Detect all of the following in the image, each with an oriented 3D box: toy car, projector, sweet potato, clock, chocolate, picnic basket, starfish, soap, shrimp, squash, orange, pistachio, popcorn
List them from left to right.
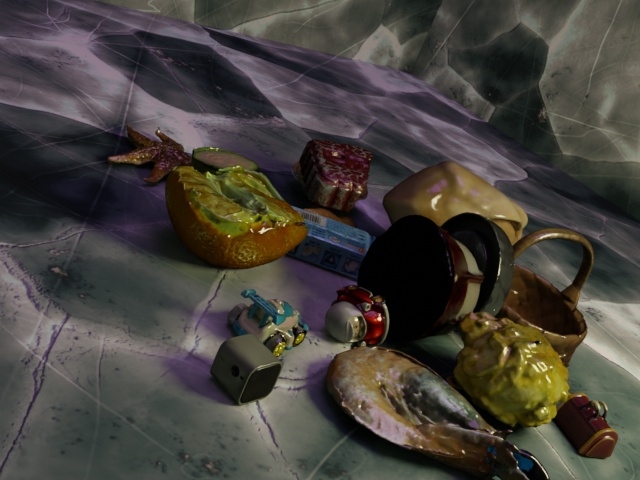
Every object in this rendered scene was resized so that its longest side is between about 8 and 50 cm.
[{"bbox_3d":[-0.419,-0.223,2.044,0.299,0.060,0.302,29,25,7],"label":"starfish"},{"bbox_3d":[-0.249,-0.159,1.982,0.170,0.122,0.170,19,24,-9],"label":"squash"},{"bbox_3d":[-0.190,-0.055,1.732,0.335,0.196,0.262,-11,55,-46],"label":"orange"},{"bbox_3d":[-0.125,0.217,1.348,0.082,0.083,0.083,39,28,32],"label":"projector"},{"bbox_3d":[-0.083,0.145,1.522,0.126,0.098,0.161,39,30,28],"label":"toy car"},{"bbox_3d":[0.000,0.000,1.932,0.293,0.077,0.156,20,25,-5],"label":"soap"},{"bbox_3d":[0.029,-0.046,2.062,0.218,0.051,0.065,16,41,-50],"label":"sweet potato"},{"bbox_3d":[0.061,0.159,1.638,0.112,0.112,0.139,-18,35,-35],"label":"toy car"},{"bbox_3d":[0.234,0.095,1.734,0.186,0.283,0.283,17,23,-36],"label":"chocolate"},{"bbox_3d":[0.199,0.324,1.410,0.446,0.110,0.221,31,30,24],"label":"shrimp"},{"bbox_3d":[0.364,-0.060,2.122,0.445,0.281,0.365,9,7,-44],"label":"pistachio"},{"bbox_3d":[0.330,0.076,1.834,0.055,0.280,0.280,17,23,-30],"label":"clock"},{"bbox_3d":[0.383,0.246,1.601,0.266,0.192,0.233,50,35,16],"label":"popcorn"},{"bbox_3d":[0.502,0.105,1.876,0.293,0.337,0.337,10,27,-29],"label":"picnic basket"}]

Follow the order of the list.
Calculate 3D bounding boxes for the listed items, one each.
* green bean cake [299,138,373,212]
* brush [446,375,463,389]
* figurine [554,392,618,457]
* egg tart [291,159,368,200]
[{"bbox_3d":[0.052,-0.174,2.112,0.199,0.097,0.232,14,36,-17],"label":"green bean cake"},{"bbox_3d":[0.377,0.306,1.713,0.272,0.013,0.103,6,28,-33],"label":"brush"},{"bbox_3d":[0.548,0.363,1.646,0.082,0.098,0.154,8,30,-23],"label":"figurine"},{"bbox_3d":[0.023,-0.157,2.267,0.234,0.094,0.234,17,24,-8],"label":"egg tart"}]
